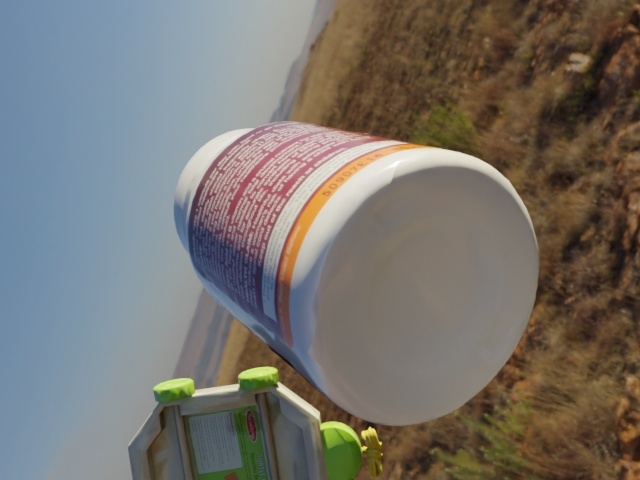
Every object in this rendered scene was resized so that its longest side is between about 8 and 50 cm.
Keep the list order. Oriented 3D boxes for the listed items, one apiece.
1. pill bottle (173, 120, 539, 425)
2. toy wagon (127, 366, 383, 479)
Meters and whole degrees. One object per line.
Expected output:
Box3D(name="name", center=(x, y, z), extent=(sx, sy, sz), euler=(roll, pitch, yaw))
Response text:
Box3D(name="pill bottle", center=(0.000, 0.000, 0.731), extent=(0.392, 0.224, 0.224), euler=(26, 98, 60))
Box3D(name="toy wagon", center=(-0.085, 0.312, 1.026), extent=(0.068, 0.345, 0.267), euler=(-52, -46, -87))
